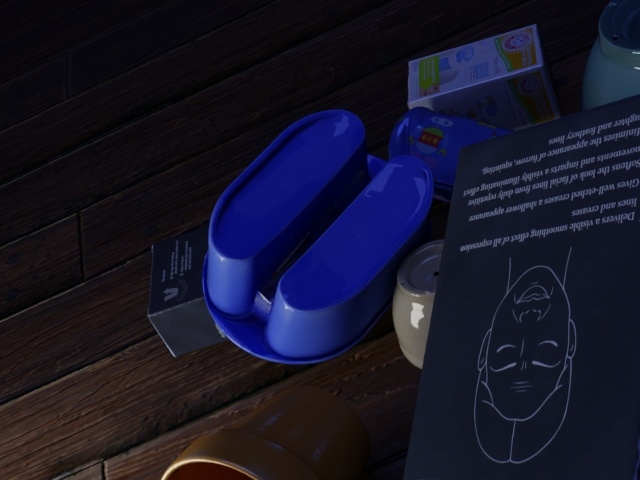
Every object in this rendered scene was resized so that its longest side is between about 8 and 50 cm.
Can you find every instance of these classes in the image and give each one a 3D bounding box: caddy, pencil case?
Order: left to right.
[{"bbox_3d":[0.000,0.000,1.568,0.241,0.179,0.341,37,66,15],"label":"caddy"},{"bbox_3d":[0.219,-0.095,1.636,0.306,0.119,0.133,21,62,44],"label":"pencil case"}]

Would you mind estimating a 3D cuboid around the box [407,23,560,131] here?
[{"bbox_3d":[0.240,-0.222,1.785,0.203,0.103,0.114,-14,40,17],"label":"box"}]

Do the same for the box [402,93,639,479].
[{"bbox_3d":[0.268,0.097,1.126,0.293,0.212,0.396,-12,60,54],"label":"box"}]

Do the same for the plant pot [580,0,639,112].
[{"bbox_3d":[0.469,-0.224,1.572,0.293,0.196,0.293,-16,39,14],"label":"plant pot"}]

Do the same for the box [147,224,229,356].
[{"bbox_3d":[-0.152,0.060,1.705,0.158,0.093,0.156,-18,39,11],"label":"box"}]

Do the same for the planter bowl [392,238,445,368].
[{"bbox_3d":[0.157,0.069,1.494,0.162,0.109,0.162,-17,39,14],"label":"planter bowl"}]

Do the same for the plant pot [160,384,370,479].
[{"bbox_3d":[-0.042,0.265,1.335,0.205,0.205,0.188,1,30,33],"label":"plant pot"}]
